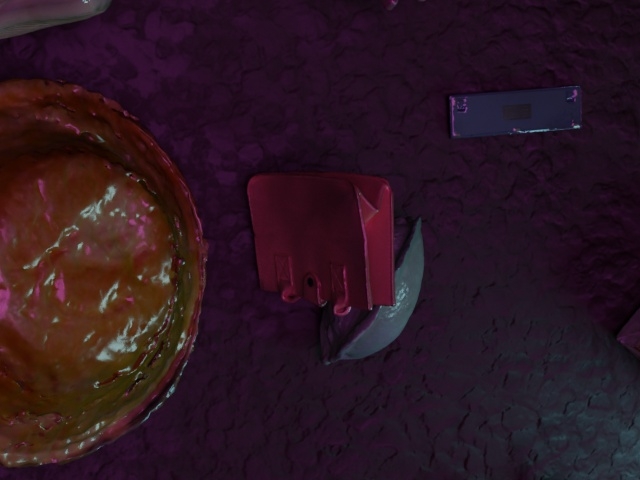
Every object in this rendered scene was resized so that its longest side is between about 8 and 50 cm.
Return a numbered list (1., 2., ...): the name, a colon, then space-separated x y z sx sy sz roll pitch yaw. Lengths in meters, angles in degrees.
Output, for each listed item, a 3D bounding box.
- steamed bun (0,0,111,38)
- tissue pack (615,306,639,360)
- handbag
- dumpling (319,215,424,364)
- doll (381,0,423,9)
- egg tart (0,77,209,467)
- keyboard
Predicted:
1. steamed bun: -0.317 -0.298 1.531 0.170 0.239 0.153 -15 98 -5
2. tissue pack: 0.526 0.138 1.843 0.225 0.124 0.185 43 86 -14
3. handbag: 0.000 0.000 1.651 0.059 0.212 0.157 -9 101 -36
4. dumpling: 0.056 0.061 1.714 0.105 0.149 0.217 33 96 23
5. doll: 0.080 -0.380 1.688 0.262 0.093 0.211 -35 92 -18
6. egg tart: -0.293 0.036 1.552 0.443 0.178 0.443 1 88 -34
7. keyboard: 0.243 -0.161 1.797 0.176 0.014 0.055 -6 98 -13
